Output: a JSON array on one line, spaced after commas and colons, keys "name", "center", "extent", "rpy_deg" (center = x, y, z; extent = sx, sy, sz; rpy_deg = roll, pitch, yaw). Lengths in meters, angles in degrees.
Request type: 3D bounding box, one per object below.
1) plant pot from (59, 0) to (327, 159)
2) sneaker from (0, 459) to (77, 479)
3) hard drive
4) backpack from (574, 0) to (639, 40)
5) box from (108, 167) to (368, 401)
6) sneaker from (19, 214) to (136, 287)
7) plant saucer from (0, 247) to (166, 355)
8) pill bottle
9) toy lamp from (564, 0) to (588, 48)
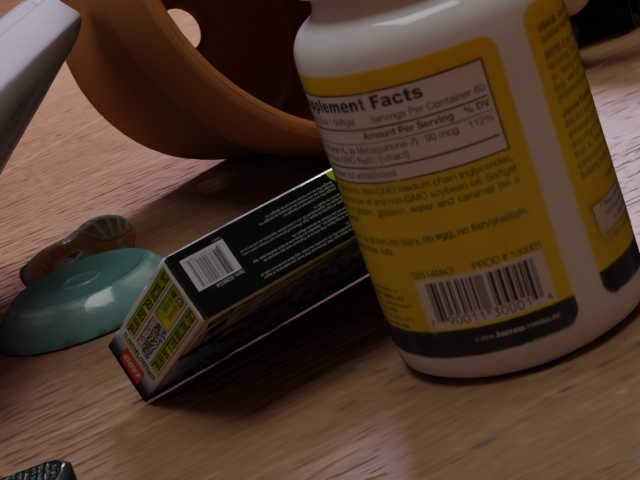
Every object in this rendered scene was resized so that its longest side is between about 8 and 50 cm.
[{"name": "plant pot", "center": [-0.053, -0.179, 1.231], "extent": [0.291, 0.291, 0.203], "rpy_deg": [-32, 3, -35]}, {"name": "sneaker", "center": [-0.184, 0.123, 0.709], "extent": [0.178, 0.077, 0.072], "rpy_deg": [-22, 18, -11]}, {"name": "hard drive", "center": [-0.248, -0.008, 1.032], "extent": [0.233, 0.047, 0.353], "rpy_deg": [-57, 6, 20]}, {"name": "backpack", "center": [0.166, -0.238, 1.295], "extent": [0.117, 0.173, 0.158], "rpy_deg": [-17, 17, 9]}, {"name": "box", "center": [0.000, 0.000, 0.874], "extent": [0.207, 0.036, 0.114], "rpy_deg": [-29, -11, -29]}, {"name": "sneaker", "center": [-0.158, 0.007, 1.134], "extent": [0.083, 0.032, 0.037], "rpy_deg": [-25, 7, -37]}, {"name": "plant saucer", "center": [-0.140, 0.032, 1.050], "extent": [0.119, 0.021, 0.119], "rpy_deg": [-19, 16, 5]}, {"name": "pill bottle", "center": [0.059, -0.056, 0.768], "extent": [0.119, 0.208, 0.119], "rpy_deg": [-18, 16, 5]}, {"name": "toy lamp", "center": [0.219, -0.229, 1.138], "extent": [0.275, 0.080, 0.080], "rpy_deg": [-48, -1, 33]}]
